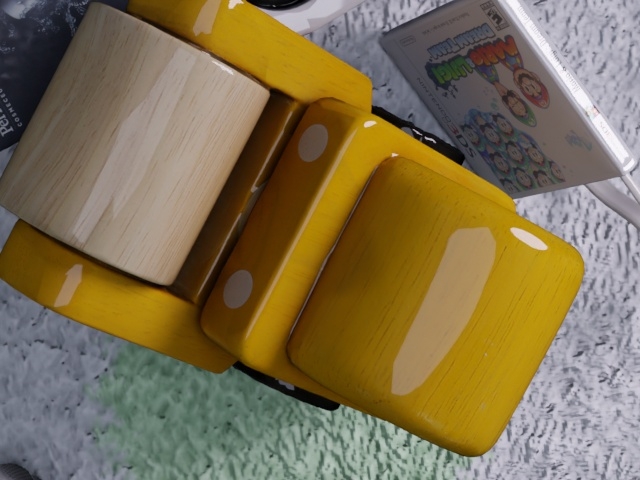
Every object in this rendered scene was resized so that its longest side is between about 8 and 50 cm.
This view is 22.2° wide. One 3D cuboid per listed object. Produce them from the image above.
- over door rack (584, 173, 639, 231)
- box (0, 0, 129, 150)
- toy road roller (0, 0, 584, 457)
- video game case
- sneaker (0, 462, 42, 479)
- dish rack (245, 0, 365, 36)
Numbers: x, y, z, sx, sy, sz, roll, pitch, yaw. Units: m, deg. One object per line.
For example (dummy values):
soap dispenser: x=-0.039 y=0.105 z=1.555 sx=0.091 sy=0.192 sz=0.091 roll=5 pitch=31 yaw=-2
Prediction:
over door rack: x=0.255 y=-0.140 z=1.089 sx=0.239 sy=0.108 sz=0.324 roll=-37 pitch=108 yaw=-5
box: x=-0.174 y=-0.164 z=1.015 sx=0.158 sy=0.093 sz=0.156 roll=-30 pitch=111 yaw=-4
toy road roller: x=0.000 y=0.000 z=0.962 sx=0.329 sy=0.240 sz=0.202 roll=26 pitch=91 yaw=-44
video game case: x=0.117 y=-0.092 z=1.054 sx=0.019 sy=0.157 sz=0.143 roll=-42 pitch=102 yaw=-21
sneaker: x=-0.172 y=0.282 z=1.071 sx=0.115 sy=0.105 sz=0.281 roll=-24 pitch=100 yaw=-6
dish rack: x=-0.012 y=-0.326 z=1.048 sx=0.285 sy=0.072 sz=0.333 roll=-31 pitch=100 yaw=-4
